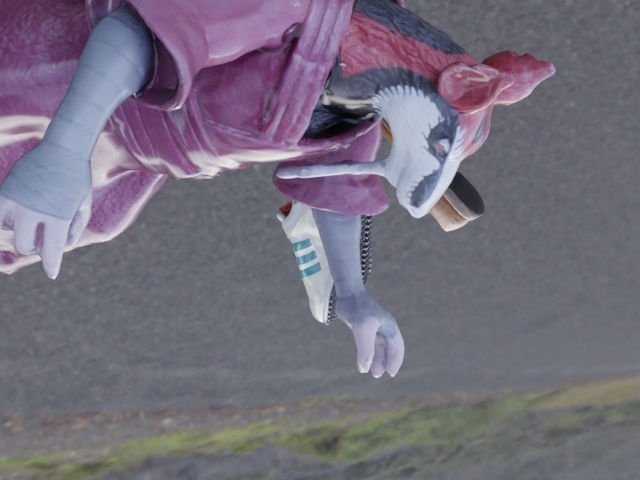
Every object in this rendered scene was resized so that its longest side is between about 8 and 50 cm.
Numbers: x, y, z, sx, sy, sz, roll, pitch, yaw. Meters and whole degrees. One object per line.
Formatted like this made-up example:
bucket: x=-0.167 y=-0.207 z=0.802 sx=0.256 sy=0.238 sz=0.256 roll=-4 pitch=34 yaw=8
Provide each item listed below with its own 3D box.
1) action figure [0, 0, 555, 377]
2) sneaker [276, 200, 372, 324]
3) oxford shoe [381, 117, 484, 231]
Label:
action figure: x=-0.067 y=-0.084 z=0.553 sx=0.370 sy=0.276 sz=0.248 roll=-3 pitch=160 yaw=21
sneaker: x=0.000 y=0.000 z=0.947 sx=0.057 sy=0.075 sz=0.161 roll=-37 pitch=146 yaw=-33
oxford shoe: x=0.132 y=-0.100 z=1.516 sx=0.076 sy=0.212 sz=0.076 roll=-37 pitch=179 yaw=37
